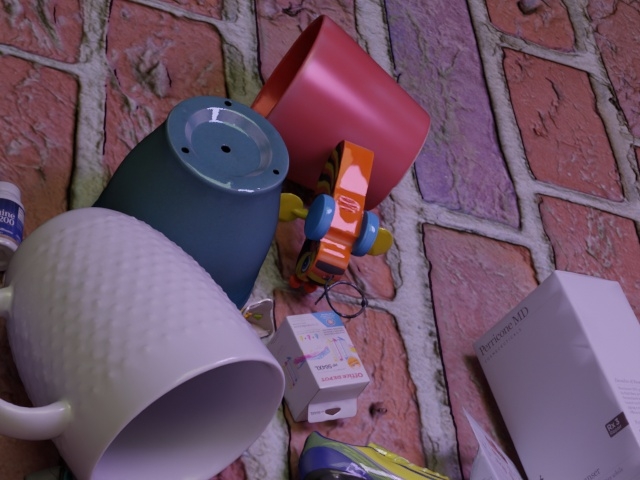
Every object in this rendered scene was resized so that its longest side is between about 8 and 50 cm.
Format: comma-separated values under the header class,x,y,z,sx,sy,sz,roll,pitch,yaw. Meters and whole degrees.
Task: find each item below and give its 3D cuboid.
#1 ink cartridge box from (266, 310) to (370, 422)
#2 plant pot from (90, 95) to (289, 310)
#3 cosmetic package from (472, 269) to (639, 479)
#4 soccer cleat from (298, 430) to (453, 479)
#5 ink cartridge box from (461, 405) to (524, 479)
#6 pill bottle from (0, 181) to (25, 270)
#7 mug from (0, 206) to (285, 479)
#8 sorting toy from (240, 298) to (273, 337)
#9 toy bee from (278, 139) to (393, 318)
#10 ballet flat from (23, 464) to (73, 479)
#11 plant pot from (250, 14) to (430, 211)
class,x,y,z,sx,sy,sz,roll,pitch,yaw
ink cartridge box,-0.002,0.186,1.852,0.092,0.090,0.143,-5,54,-34
plant pot,-0.175,-0.057,1.852,0.271,0.255,0.272,16,45,-17
cosmetic package,0.402,0.260,1.922,0.156,0.217,0.385,8,46,-38
soccer cleat,0.106,0.328,1.787,0.289,0.093,0.121,17,38,-18
ink cartridge box,0.259,0.369,1.811,0.189,0.066,0.232,49,7,-37
pill bottle,-0.445,-0.022,1.797,0.067,0.067,0.120,13,46,-20
mug,-0.282,0.133,1.598,0.374,0.276,0.328,-12,51,-40
sorting toy,-0.102,0.113,1.871,0.083,0.075,0.045,-17,62,-41
toy bee,0.000,0.000,1.952,0.195,0.162,0.298,38,50,-7
ballet flat,-0.322,0.365,1.527,0.068,0.072,0.213,-10,51,-3
plant pot,0.028,-0.192,2.112,0.243,0.275,0.275,33,42,-13
